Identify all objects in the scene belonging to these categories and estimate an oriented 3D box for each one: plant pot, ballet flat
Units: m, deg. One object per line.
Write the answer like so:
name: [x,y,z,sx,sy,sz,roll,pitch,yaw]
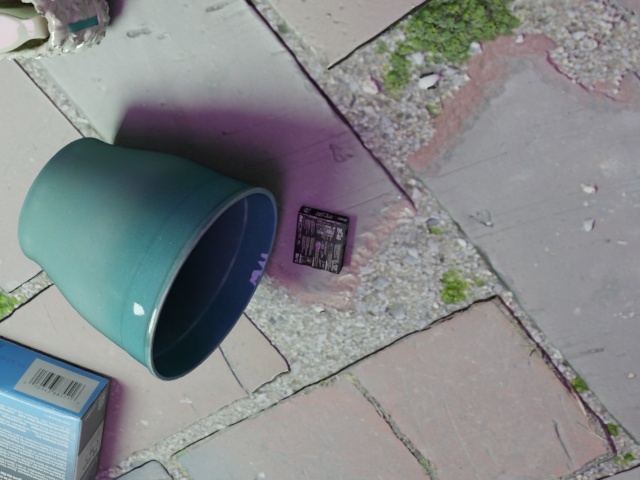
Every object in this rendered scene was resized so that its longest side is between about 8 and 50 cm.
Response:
plant pot: [-0.233,-0.002,1.612,0.255,0.271,0.272,29,129,18]
ballet flat: [-0.463,-0.281,1.572,0.409,0.147,0.147,1,123,20]

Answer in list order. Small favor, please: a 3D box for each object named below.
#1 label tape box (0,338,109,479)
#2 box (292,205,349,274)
label tape box: [-0.480,0.325,2.001,0.240,0.106,0.334,20,128,7]
box: [0.000,0.000,1.665,0.067,0.018,0.083,14,126,11]
